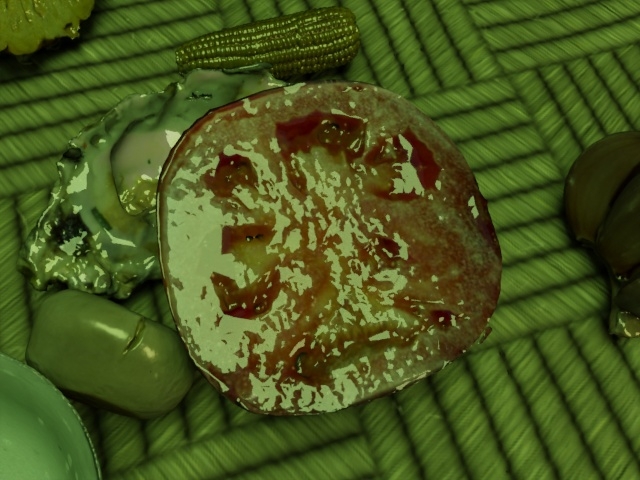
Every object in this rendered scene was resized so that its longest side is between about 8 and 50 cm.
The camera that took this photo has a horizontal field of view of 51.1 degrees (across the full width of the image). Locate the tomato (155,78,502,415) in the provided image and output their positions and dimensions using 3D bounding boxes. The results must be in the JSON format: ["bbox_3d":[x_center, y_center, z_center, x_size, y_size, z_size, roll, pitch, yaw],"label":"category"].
[{"bbox_3d":[-0.001,0.008,0.666,0.338,0.144,0.339,4,72,-13],"label":"tomato"}]

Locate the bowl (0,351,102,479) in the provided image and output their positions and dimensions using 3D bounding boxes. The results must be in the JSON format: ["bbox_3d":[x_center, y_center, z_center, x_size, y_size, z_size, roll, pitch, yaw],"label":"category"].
[{"bbox_3d":[-0.315,0.252,0.536,0.313,0.146,0.313,1,62,-2],"label":"bowl"}]

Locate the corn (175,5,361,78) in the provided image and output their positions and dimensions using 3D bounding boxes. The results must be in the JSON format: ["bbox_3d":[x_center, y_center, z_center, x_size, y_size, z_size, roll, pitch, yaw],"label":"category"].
[{"bbox_3d":[-0.063,-0.236,0.833,0.231,0.080,0.080,-14,65,-5],"label":"corn"}]

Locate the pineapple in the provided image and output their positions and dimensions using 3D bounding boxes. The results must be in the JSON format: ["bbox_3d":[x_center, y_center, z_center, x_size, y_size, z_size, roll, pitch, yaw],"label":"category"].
[{"bbox_3d":[-0.387,-0.299,0.844,0.164,0.140,0.250,0,35,43],"label":"pineapple"}]

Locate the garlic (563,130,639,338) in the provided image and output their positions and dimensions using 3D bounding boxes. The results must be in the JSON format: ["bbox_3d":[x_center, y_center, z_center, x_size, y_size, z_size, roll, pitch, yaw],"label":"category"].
[{"bbox_3d":[0.375,-0.016,0.705,0.160,0.191,0.214,11,48,-25],"label":"garlic"}]

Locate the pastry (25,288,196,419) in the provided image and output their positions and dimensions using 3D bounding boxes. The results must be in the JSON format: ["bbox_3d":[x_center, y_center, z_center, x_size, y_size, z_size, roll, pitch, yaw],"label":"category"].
[{"bbox_3d":[-0.191,0.106,0.613,0.156,0.156,0.092,12,67,3],"label":"pastry"}]

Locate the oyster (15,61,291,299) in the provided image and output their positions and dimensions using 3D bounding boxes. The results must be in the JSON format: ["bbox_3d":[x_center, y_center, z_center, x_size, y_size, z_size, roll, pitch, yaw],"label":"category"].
[{"bbox_3d":[-0.170,-0.065,0.737,0.354,0.107,0.201,-30,93,-27],"label":"oyster"}]
